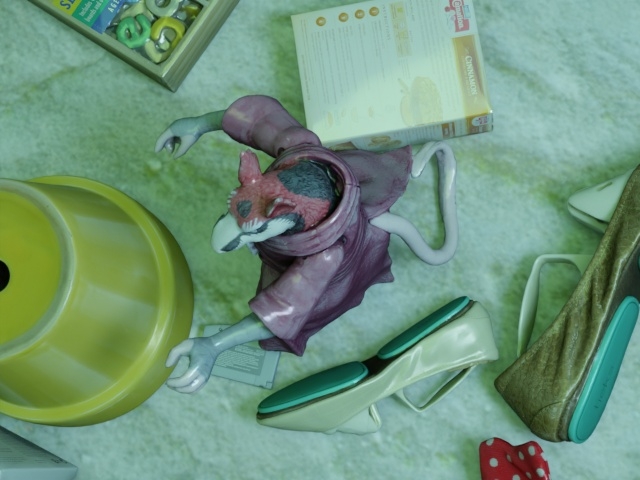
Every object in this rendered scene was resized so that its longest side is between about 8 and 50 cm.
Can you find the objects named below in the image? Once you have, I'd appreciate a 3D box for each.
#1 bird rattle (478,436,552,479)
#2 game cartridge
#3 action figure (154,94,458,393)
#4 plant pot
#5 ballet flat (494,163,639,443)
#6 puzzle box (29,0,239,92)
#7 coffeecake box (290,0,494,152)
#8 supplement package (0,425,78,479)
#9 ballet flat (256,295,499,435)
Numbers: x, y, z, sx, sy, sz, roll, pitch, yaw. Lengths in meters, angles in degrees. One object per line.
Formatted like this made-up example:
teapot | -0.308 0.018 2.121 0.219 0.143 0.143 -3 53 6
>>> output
bird rattle | 0.132 0.306 1.075 0.207 0.143 0.253 -5 75 24
game cartridge | -0.082 0.115 1.195 0.083 0.017 0.056 13 84 10
action figure | 0.000 0.000 1.025 0.276 0.370 0.248 -6 80 3
plant pot | -0.271 0.048 1.121 0.254 0.239 0.254 -1 79 8
ballet flat | 0.271 0.027 1.128 0.124 0.116 0.342 28 87 32
puzzle box | -0.158 -0.400 1.291 0.272 0.052 0.409 32 85 13
coffeecake box | 0.074 -0.171 1.202 0.186 0.068 0.142 -9 77 6
supplement package | -0.416 0.246 1.121 0.263 0.199 0.198 25 84 12
ballet flat | 0.061 0.142 1.141 0.248 0.086 0.086 -27 76 1
